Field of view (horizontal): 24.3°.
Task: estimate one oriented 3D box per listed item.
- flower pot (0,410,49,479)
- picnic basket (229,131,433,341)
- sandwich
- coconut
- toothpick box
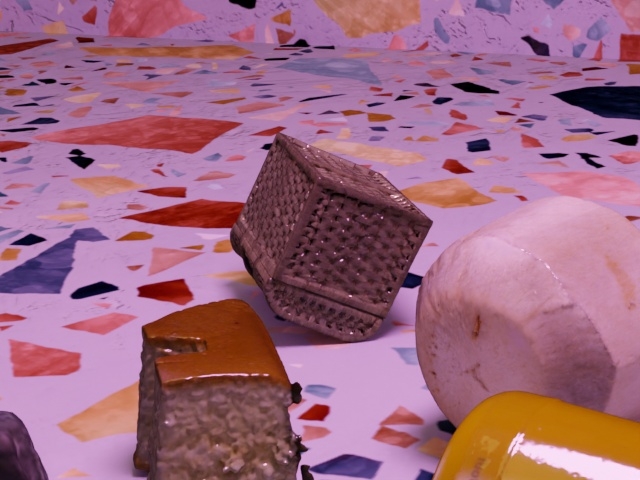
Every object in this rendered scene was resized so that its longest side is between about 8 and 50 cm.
[{"bbox_3d":[-0.292,0.162,0.767,0.299,0.299,0.283,-7,5,-17],"label":"flower pot"},{"bbox_3d":[0.000,0.000,1.507,0.134,0.154,0.196,20,11,-19],"label":"picnic basket"},{"bbox_3d":[-0.085,0.128,1.179,0.128,0.122,0.235,-1,15,-11],"label":"sandwich"},{"bbox_3d":[0.194,0.069,1.206,0.202,0.202,0.222,15,25,41],"label":"coconut"},{"bbox_3d":[0.204,0.197,0.850,0.271,0.175,0.175,12,22,26],"label":"toothpick box"}]
